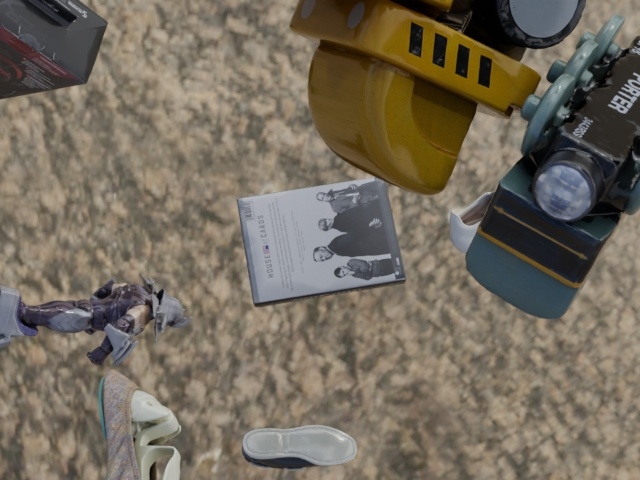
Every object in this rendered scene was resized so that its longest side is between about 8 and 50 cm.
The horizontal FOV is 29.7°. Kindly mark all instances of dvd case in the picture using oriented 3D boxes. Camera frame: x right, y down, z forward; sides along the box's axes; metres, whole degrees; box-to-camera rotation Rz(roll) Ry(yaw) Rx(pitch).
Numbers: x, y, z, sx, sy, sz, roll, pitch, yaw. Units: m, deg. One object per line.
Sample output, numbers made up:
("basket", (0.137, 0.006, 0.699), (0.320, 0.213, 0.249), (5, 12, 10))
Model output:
("dvd case", (0.000, 0.000, 1.886), (0.238, 0.029, 0.179), (-9, 70, -4))

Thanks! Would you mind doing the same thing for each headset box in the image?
("headset box", (-0.460, -0.302, 1.690), (0.218, 0.293, 0.110), (35, 62, -43))

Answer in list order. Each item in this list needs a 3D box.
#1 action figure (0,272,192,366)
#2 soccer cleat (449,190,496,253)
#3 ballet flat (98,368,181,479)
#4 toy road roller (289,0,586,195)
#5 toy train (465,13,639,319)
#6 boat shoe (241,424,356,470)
("action figure", (-0.302, 0.097, 1.519), (0.285, 0.185, 0.099), (0, 96, -16))
("soccer cleat", (0.262, -0.042, 1.600), (0.196, 0.076, 0.068), (-24, 35, -8))
("ballet flat", (-0.248, 0.296, 1.702), (0.106, 0.107, 0.316), (-22, 43, 9))
("toy road roller", (0.044, -0.184, 1.042), (0.329, 0.202, 0.241), (19, 95, -29))
("toy train", (0.243, -0.072, 1.076), (0.142, 0.190, 0.334), (31, 36, 11))
("boat shoe", (-0.024, 0.231, 1.326), (0.125, 0.038, 0.046), (-1, 57, -4))
